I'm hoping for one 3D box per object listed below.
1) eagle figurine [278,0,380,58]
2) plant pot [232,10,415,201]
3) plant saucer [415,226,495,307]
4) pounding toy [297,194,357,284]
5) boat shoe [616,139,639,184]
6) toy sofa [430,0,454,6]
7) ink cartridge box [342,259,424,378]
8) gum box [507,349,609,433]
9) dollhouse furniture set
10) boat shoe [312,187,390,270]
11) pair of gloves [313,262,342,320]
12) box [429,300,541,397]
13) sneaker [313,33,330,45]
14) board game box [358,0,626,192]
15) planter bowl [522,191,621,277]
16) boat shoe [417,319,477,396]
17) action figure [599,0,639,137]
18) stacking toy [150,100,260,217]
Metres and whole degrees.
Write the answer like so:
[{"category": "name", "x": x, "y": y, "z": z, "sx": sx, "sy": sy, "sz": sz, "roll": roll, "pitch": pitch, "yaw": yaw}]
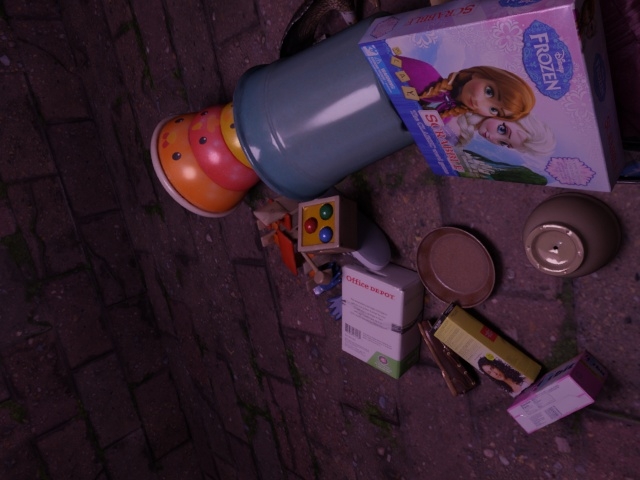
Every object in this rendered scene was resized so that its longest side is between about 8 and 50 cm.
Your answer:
[{"category": "eagle figurine", "x": 0.007, "y": -0.539, "z": 0.957, "sx": 0.298, "sy": 0.226, "sz": 0.225, "roll": 6, "pitch": 130, "yaw": 40}, {"category": "plant pot", "x": 0.049, "y": -0.289, "z": 0.944, "sx": 0.334, "sy": 0.341, "sz": 0.341, "roll": -14, "pitch": 97, "yaw": 40}, {"category": "plant saucer", "x": 0.316, "y": 0.059, "z": 1.013, "sx": 0.198, "sy": 0.036, "sz": 0.198, "roll": 20, "pitch": 120, "yaw": 39}, {"category": "pounding toy", "x": -0.008, "y": 0.007, "z": 1.095, "sx": 0.181, "sy": 0.094, "sz": 0.206, "roll": -7, "pitch": 77, "yaw": 37}, {"category": "boat shoe", "x": 0.480, "y": -0.128, "z": 0.727, "sx": 0.228, "sy": 0.076, "sz": 0.080, "roll": 17, "pitch": 119, "yaw": 41}, {"category": "toy sofa", "x": 0.252, "y": -0.450, "z": 0.718, "sx": 0.150, "sy": 0.177, "sz": 0.362, "roll": -7, "pitch": 102, "yaw": 67}, {"category": "ink cartridge box", "x": 0.164, "y": 0.199, "z": 1.175, "sx": 0.198, "sy": 0.115, "sz": 0.273, "roll": 20, "pitch": 121, "yaw": 39}, {"category": "gum box", "x": 0.484, "y": 0.317, "z": 0.898, "sx": 0.062, "sy": 0.107, "sz": 0.188, "roll": 49, "pitch": 136, "yaw": 19}, {"category": "dollhouse furniture set", "x": -0.103, "y": -0.002, "z": 1.281, "sx": 0.262, "sy": 0.135, "sz": 0.259, "roll": 41, "pitch": 150, "yaw": 37}, {"category": "boat shoe", "x": 0.069, "y": -0.018, "z": 1.183, "sx": 0.306, "sy": 0.113, "sz": 0.105, "roll": 46, "pitch": 141, "yaw": 26}, {"category": "pair of gloves", "x": 0.044, "y": 0.159, "z": 1.355, "sx": 0.198, "sy": 0.023, "sz": 0.159, "roll": 56, "pitch": 136, "yaw": 11}, {"category": "box", "x": 0.371, "y": 0.247, "z": 0.995, "sx": 0.232, "sy": 0.058, "sz": 0.087, "roll": 37, "pitch": 140, "yaw": 21}, {"category": "sneaker", "x": 0.008, "y": -0.502, "z": 1.095, "sx": 0.083, "sy": 0.032, "sz": 0.037, "roll": 28, "pitch": 112, "yaw": 30}, {"category": "board game box", "x": 0.259, "y": -0.212, "z": 0.666, "sx": 0.318, "sy": 0.066, "sz": 0.319, "roll": 17, "pitch": 158, "yaw": 48}, {"category": "planter bowl", "x": 0.444, "y": 0.002, "z": 0.798, "sx": 0.162, "sy": 0.109, "sz": 0.162, "roll": 21, "pitch": 121, "yaw": 40}, {"category": "boat shoe", "x": 0.319, "y": 0.287, "z": 1.095, "sx": 0.073, "sy": 0.073, "sz": 0.207, "roll": -29, "pitch": 88, "yaw": 11}, {"category": "action figure", "x": 0.417, "y": -0.287, "z": 0.595, "sx": 0.370, "sy": 0.276, "sz": 0.248, "roll": 51, "pitch": 144, "yaw": -3}, {"category": "stacking toy", "x": -0.223, "y": -0.302, "z": 1.265, "sx": 0.480, "sy": 0.350, "sz": 0.350, "roll": -23, "pitch": 90, "yaw": 33}]
